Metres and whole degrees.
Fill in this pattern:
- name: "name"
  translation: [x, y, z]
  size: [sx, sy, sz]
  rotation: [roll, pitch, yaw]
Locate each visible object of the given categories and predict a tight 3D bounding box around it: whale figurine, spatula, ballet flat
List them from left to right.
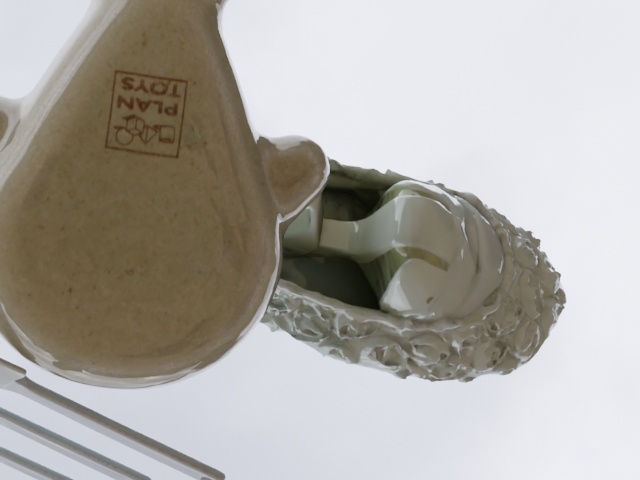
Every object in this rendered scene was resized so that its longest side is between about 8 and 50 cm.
- name: "spatula"
  translation: [-0.187, 0.103, 0.814]
  size: [0.242, 0.168, 0.019]
  rotation: [33, -126, -34]
- name: "whale figurine"
  translation: [-0.104, -0.055, 0.782]
  size: [0.216, 0.141, 0.272]
  rotation: [6, -89, -9]
- name: "ballet flat"
  translation: [0.000, 0.000, 0.932]
  size: [0.409, 0.147, 0.147]
  rotation: [14, -92, -15]
